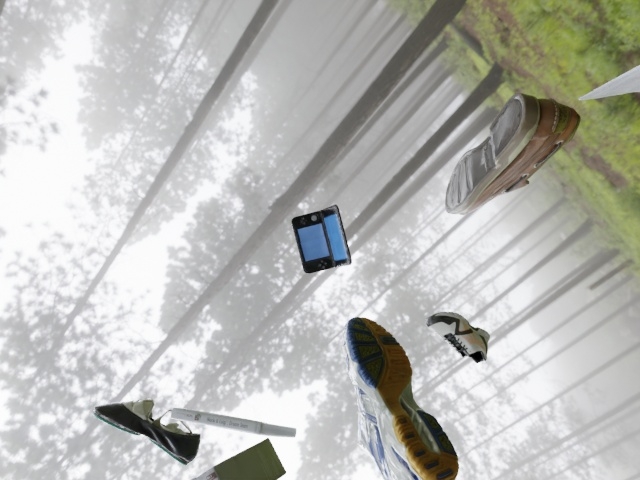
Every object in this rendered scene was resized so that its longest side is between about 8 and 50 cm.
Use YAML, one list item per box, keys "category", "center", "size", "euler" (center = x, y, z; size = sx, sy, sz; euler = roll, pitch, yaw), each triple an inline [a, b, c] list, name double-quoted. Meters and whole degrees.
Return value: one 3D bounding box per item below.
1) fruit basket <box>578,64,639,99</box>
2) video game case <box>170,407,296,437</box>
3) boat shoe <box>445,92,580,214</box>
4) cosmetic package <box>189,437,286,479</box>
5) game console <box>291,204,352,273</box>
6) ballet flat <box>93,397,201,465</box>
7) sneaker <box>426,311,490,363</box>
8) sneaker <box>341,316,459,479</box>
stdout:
- category: "fruit basket"
  center: [0.606, -0.302, 0.681]
  size: [0.353, 0.327, 0.166]
  euler: [-10, -98, -31]
- category: "video game case"
  center: [-0.127, 0.281, 0.728]
  size: [0.157, 0.143, 0.019]
  euler: [56, -140, -62]
- category: "boat shoe"
  center: [0.315, -0.121, 0.819]
  size: [0.104, 0.307, 0.111]
  euler: [8, -111, -7]
- category: "cosmetic package"
  center: [-0.193, 0.538, 1.054]
  size: [0.107, 0.127, 0.238]
  euler: [57, -163, 16]
- category: "game console"
  center: [0.000, 0.000, 1.115]
  size: [0.085, 0.124, 0.144]
  euler: [2, -106, -85]
- category: "ballet flat"
  center: [-0.306, 0.332, 0.866]
  size: [0.203, 0.074, 0.074]
  euler: [34, -152, -9]
- category: "sneaker"
  center: [0.188, 0.130, 0.637]
  size: [0.109, 0.040, 0.044]
  euler: [26, -128, -19]
- category: "sneaker"
  center: [0.087, 0.259, 0.737]
  size: [0.111, 0.131, 0.296]
  euler: [9, -142, -28]
